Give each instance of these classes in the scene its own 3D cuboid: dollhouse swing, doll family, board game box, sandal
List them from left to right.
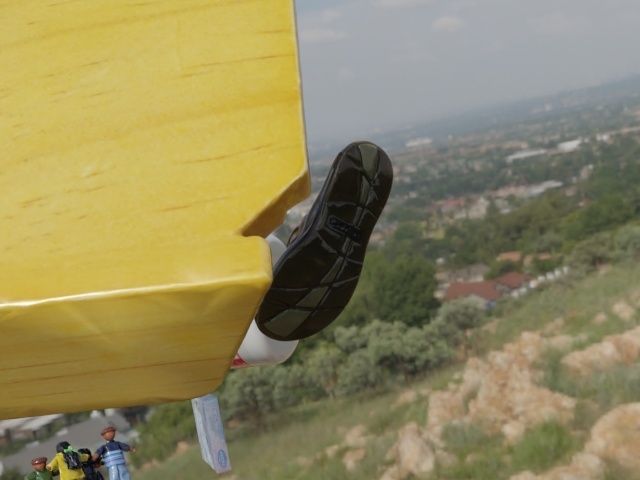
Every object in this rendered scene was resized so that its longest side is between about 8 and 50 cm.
[{"bbox_3d":[-0.395,0.377,1.529,0.076,0.111,0.193,-33,-20,30],"label":"doll family"},{"bbox_3d":[-0.158,-0.014,0.664,0.315,0.347,0.305,-6,-38,1],"label":"dollhouse swing"},{"bbox_3d":[-0.137,0.234,1.137,0.020,0.090,0.090,-11,3,-18],"label":"board game box"},{"bbox_3d":[0.000,0.000,0.919,0.090,0.219,0.060,27,-10,-27],"label":"sandal"}]

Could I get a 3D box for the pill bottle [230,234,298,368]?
[{"bbox_3d":[-0.257,0.121,1.624,0.407,0.229,0.229,-7,7,20],"label":"pill bottle"}]
